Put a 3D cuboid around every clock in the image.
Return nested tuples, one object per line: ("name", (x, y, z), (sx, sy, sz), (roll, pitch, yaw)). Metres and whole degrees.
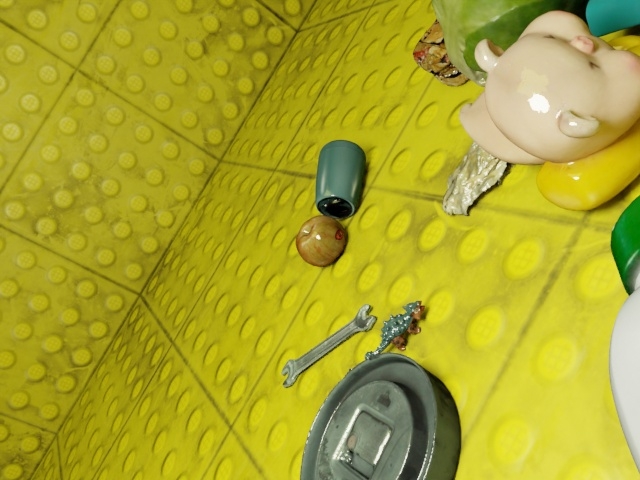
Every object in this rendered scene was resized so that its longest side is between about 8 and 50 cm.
("clock", (0.088, 0.338, 1.029), (0.319, 0.066, 0.318), (-41, 31, 32))

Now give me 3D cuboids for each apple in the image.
("apple", (-0.001, 0.000, 1.513), (0.126, 0.102, 0.126), (-41, 29, 30))

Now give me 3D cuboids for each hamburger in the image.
("hamburger", (0.322, -0.465, 1.460), (0.231, 0.107, 0.231), (-43, 25, 26))

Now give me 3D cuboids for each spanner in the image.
("spanner", (0.010, 0.224, 1.346), (0.302, 0.017, 0.071), (-42, 30, 31))

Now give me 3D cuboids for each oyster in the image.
("oyster", (0.291, -0.138, 1.193), (0.209, 0.072, 0.132), (-42, 27, 33))

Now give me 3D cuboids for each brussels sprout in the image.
("brussels sprout", (0.356, -0.456, 1.183), (0.289, 0.281, 0.354), (-36, -20, -33))

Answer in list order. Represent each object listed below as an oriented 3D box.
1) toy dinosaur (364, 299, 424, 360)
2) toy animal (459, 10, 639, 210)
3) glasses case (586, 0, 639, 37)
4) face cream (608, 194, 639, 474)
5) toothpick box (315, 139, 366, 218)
("toy dinosaur", (0.135, 0.166, 1.150), (0.154, 0.055, 0.049), (-48, 31, 14))
("toy animal", (0.355, -0.240, 0.960), (0.277, 0.247, 0.345), (-48, 37, 12))
("glasses case", (0.551, -0.382, 0.943), (0.117, 0.070, 0.301), (-29, 13, -22))
("face cream", (0.381, 0.117, 0.489), (0.219, 0.313, 0.356), (108, 165, -53))
("toothpick box", (0.047, -0.147, 1.575), (0.120, 0.120, 0.184), (-31, 40, 43))
